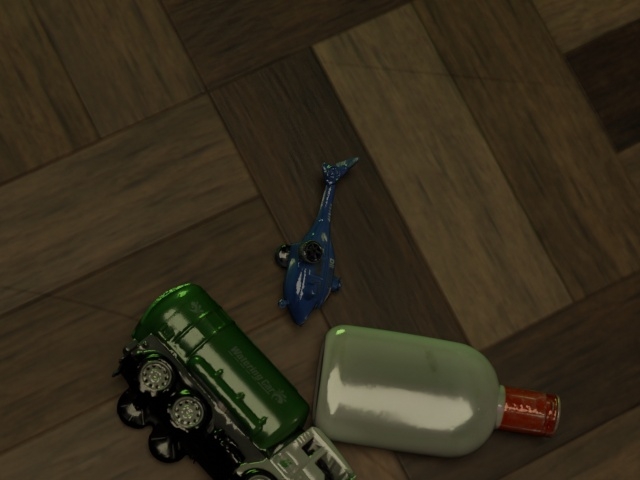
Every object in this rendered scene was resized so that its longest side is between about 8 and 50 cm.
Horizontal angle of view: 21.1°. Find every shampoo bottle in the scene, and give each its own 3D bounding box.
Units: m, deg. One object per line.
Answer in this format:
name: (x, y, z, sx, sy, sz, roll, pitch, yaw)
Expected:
shampoo bottle: (0.106, 0.142, 1.556, 0.220, 0.051, 0.108, 9, 73, -6)

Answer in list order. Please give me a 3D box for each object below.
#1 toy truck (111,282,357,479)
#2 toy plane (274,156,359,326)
toy truck: (-0.079, 0.155, 1.503, 0.125, 0.101, 0.242, -38, 82, -27)
toy plane: (0.000, 0.000, 1.581, 0.062, 0.054, 0.167, 21, 73, -29)
